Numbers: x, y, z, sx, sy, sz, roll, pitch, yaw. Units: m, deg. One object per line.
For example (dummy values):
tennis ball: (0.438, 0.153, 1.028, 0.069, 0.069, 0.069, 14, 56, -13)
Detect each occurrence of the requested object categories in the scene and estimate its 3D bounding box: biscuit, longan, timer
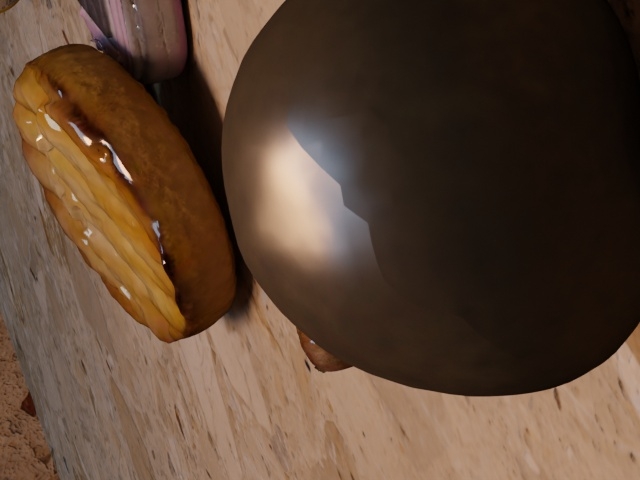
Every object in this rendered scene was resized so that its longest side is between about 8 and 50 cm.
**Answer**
biscuit: (-0.173, -0.046, 1.547, 0.296, 0.102, 0.296, 46, 156, 27)
longan: (0.054, -0.030, 0.767, 0.220, 0.196, 0.196, 67, 165, -14)
timer: (-0.182, -0.246, 1.524, 0.208, 0.069, 0.191, -135, 31, -56)

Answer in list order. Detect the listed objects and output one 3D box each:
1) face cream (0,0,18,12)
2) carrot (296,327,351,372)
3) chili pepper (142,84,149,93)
face cream: (-0.393, -0.393, 1.992, 0.349, 0.105, 0.105, 117, 135, -66)
carrot: (0.000, 0.000, 1.182, 0.060, 0.060, 0.186, -178, 77, -72)
chili pepper: (-0.188, -0.084, 1.698, 0.071, 0.063, 0.272, 26, 128, 51)
